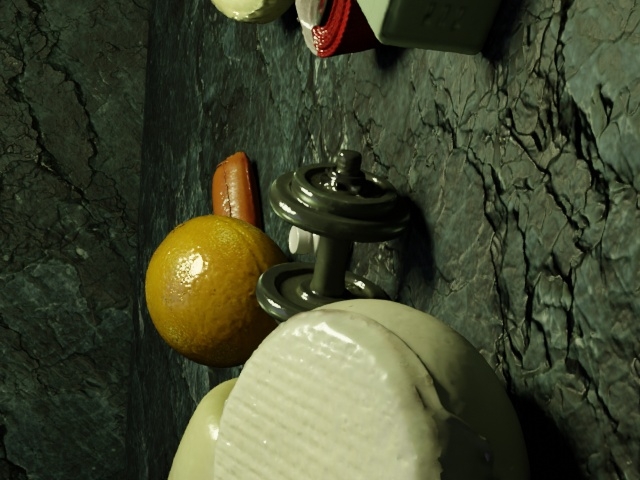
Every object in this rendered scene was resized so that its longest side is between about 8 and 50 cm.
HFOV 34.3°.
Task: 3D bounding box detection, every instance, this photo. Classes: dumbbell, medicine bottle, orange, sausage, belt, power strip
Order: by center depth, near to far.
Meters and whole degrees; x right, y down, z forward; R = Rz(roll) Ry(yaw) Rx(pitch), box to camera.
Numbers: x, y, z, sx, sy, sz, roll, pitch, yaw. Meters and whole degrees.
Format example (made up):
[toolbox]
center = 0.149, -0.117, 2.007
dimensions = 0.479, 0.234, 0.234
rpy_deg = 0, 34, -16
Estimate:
[power strip]
center = 0.117, -0.340, 1.233
dimensions = 0.224, 0.139, 0.140
rpy_deg = -110, 29, -47
[dumbbell]
center = 0.015, 0.015, 1.400
dimensions = 0.192, 0.192, 0.290
rpy_deg = -124, 40, -59
[belt]
center = 0.052, -0.348, 1.452
dimensions = 0.128, 0.124, 0.201
rpy_deg = 59, 151, 25
[medicine bottle]
center = 0.000, 0.000, 1.595
dimensions = 0.052, 0.089, 0.052
rpy_deg = -178, 90, -70
[orange]
center = -0.177, 0.087, 1.827
dimensions = 0.274, 0.274, 0.274
rpy_deg = -177, 90, -71
[sausage]
center = -0.162, -0.028, 2.056
dimensions = 0.102, 0.102, 0.330
rpy_deg = 121, 147, -53

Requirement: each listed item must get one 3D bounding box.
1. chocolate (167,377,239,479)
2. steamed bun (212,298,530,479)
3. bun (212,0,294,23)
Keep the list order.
[chocolate]
center = -0.052, 0.332, 1.386
dimensions = 0.326, 0.314, 0.297
rpy_deg = -116, 39, -51
[steamed bun]
center = 0.066, 0.251, 1.116
dimensions = 0.374, 0.241, 0.375
rpy_deg = -11, 75, 43
[bun]
center = -0.105, -0.516, 1.856
dimensions = 0.259, 0.152, 0.260
rpy_deg = 25, 123, 46
